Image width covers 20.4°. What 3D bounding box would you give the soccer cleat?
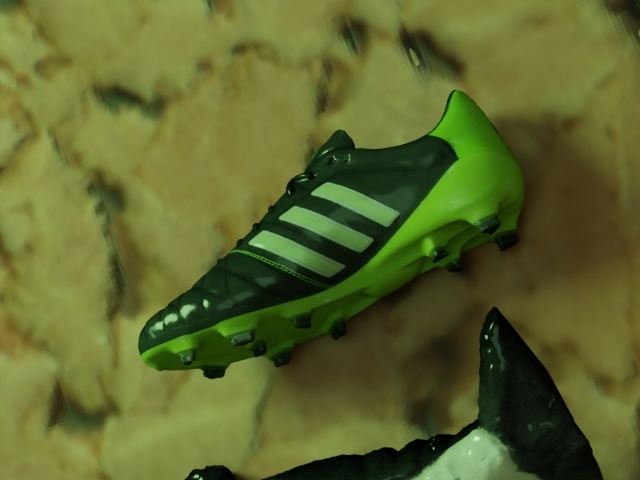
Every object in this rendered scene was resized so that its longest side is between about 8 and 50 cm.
[{"bbox_3d":[0.000,0.000,0.751,0.179,0.060,0.072,-26,66,8],"label":"soccer cleat"}]

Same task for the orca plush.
[{"bbox_3d":[-0.037,0.115,0.726,0.287,0.151,0.102,-41,41,14],"label":"orca plush"}]
